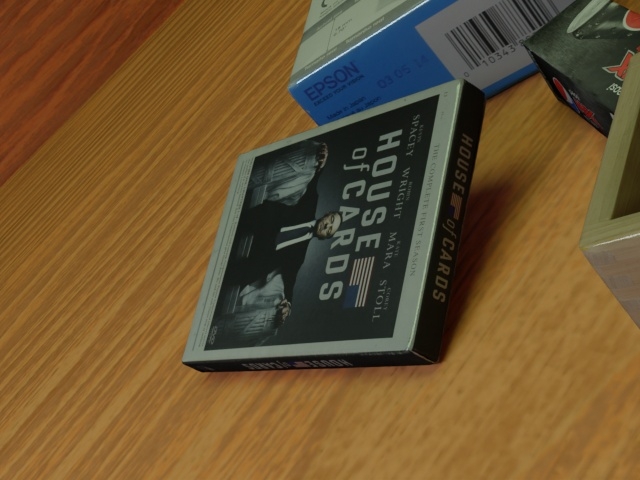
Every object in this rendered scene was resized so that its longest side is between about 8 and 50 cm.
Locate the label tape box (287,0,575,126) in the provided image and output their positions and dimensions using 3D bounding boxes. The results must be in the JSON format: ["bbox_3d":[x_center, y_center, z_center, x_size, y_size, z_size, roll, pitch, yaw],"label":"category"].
[{"bbox_3d":[0.113,-0.249,0.774,0.241,0.106,0.333,-26,35,32],"label":"label tape box"}]

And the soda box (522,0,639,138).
[{"bbox_3d":[0.181,-0.096,0.518,0.060,0.053,0.169,-38,25,11],"label":"soda box"}]

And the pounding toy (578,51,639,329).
[{"bbox_3d":[0.193,-0.003,0.294,0.181,0.094,0.206,-18,34,44],"label":"pounding toy"}]

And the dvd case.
[{"bbox_3d":[0.000,0.000,0.596,0.239,0.030,0.179,-12,58,49],"label":"dvd case"}]
